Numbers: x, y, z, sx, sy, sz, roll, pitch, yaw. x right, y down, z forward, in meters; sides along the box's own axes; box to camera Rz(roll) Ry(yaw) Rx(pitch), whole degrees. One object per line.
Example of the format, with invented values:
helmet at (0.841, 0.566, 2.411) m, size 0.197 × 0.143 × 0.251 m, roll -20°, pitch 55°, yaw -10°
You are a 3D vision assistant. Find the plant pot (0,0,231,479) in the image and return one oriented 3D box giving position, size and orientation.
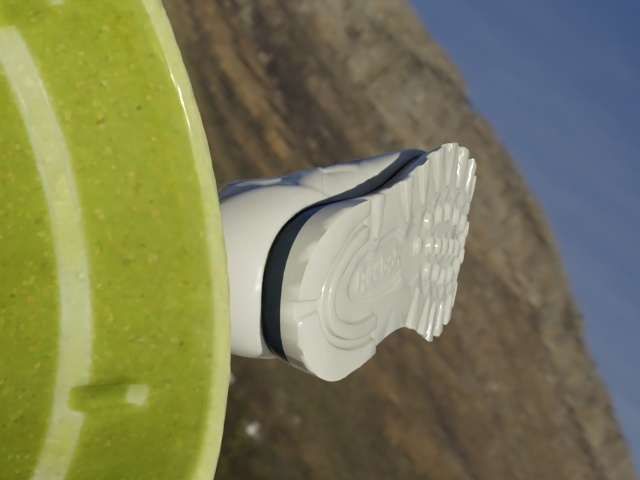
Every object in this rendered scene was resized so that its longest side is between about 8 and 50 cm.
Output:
plant pot at (-0.203, 0.005, 0.615) m, size 0.254 × 0.276 × 0.276 m, roll -12°, pitch -50°, yaw 23°

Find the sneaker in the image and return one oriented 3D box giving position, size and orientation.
sneaker at (0.000, 0.000, 0.804) m, size 0.095 × 0.090 × 0.235 m, roll 6°, pitch 5°, yaw 22°
